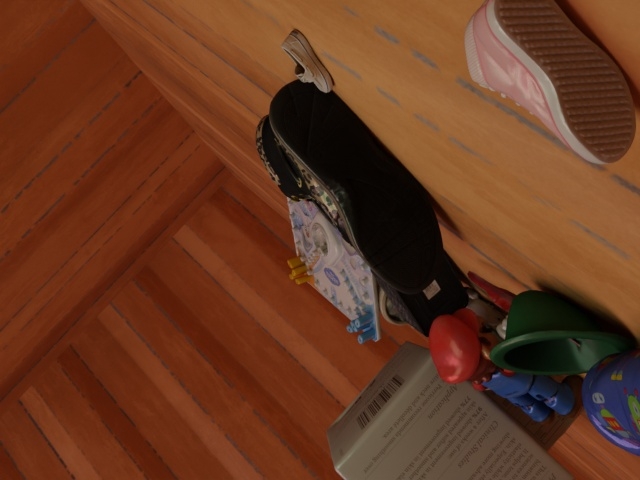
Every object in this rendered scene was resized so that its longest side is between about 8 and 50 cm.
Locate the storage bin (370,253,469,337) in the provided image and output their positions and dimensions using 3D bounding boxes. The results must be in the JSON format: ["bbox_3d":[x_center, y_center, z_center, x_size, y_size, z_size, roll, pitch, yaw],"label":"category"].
[{"bbox_3d":[0.197,0.086,1.105,0.180,0.122,0.084,55,170,-29],"label":"storage bin"}]

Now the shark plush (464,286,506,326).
[{"bbox_3d":[0.346,0.143,1.135,0.161,0.073,0.067,11,176,39],"label":"shark plush"}]

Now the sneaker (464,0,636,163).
[{"bbox_3d":[0.147,-0.107,0.373,0.134,0.051,0.070,47,176,-11],"label":"sneaker"}]

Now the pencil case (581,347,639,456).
[{"bbox_3d":[0.365,0.168,0.570,0.306,0.120,0.133,57,-161,-70],"label":"pencil case"}]

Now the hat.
[{"bbox_3d":[0.318,0.082,0.803,0.209,0.183,0.173,-5,148,16],"label":"hat"}]

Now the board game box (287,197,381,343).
[{"bbox_3d":[0.000,0.000,1.317,0.390,0.050,0.389,36,141,54],"label":"board game box"}]

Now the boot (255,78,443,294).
[{"bbox_3d":[0.030,-0.087,0.944,0.377,0.138,0.284,48,173,-16],"label":"boot"}]

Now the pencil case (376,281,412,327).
[{"bbox_3d":[0.118,0.060,1.376,0.410,0.160,0.183,36,152,53],"label":"pencil case"}]

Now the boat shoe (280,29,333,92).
[{"bbox_3d":[-0.019,-0.226,0.733,0.035,0.035,0.100,38,173,41],"label":"boat shoe"}]

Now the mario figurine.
[{"bbox_3d":[0.353,0.221,1.080,0.321,0.198,0.170,31,-164,-14],"label":"mario figurine"}]

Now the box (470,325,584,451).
[{"bbox_3d":[0.446,0.342,1.345,0.311,0.148,0.121,43,175,14],"label":"box"}]

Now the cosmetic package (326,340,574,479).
[{"bbox_3d":[0.266,0.490,1.284,0.394,0.329,0.327,43,173,2],"label":"cosmetic package"}]
